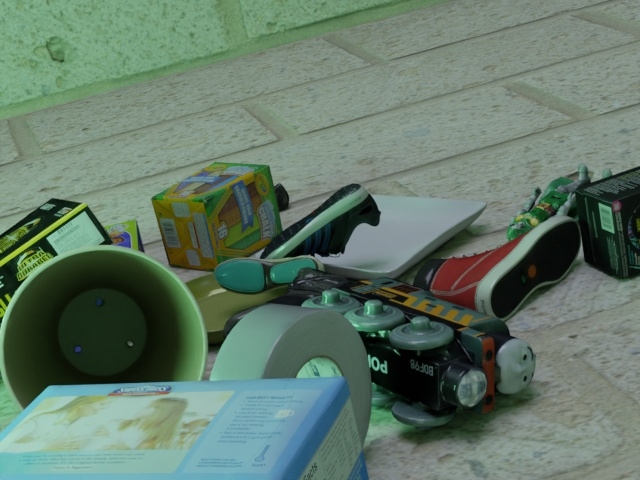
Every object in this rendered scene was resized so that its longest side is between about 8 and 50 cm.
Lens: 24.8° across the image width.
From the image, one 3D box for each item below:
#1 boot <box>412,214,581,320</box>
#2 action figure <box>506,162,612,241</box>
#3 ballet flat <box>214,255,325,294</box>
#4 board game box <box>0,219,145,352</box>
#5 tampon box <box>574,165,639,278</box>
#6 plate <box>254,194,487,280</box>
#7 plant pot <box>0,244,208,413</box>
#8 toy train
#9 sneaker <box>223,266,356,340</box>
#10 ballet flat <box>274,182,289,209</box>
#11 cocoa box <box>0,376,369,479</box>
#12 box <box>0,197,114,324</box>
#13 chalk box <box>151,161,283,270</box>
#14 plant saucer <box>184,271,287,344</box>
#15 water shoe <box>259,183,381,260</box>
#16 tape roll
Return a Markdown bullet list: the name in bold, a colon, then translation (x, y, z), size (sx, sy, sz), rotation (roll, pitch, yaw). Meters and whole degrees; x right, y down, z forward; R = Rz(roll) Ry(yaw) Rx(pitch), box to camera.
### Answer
- **boot**: translation (0.246, 0.028, 2.081), size (0.176, 0.088, 0.244), rotation (7, 31, 46)
- **action figure**: translation (0.365, -0.051, 2.265), size (0.137, 0.063, 0.232), rotation (12, 34, 42)
- **ballet flat**: translation (-0.073, 0.053, 2.155), size (0.168, 0.057, 0.052), rotation (-2, -6, 16)
- **board game box**: translation (-0.393, 0.079, 2.317), size (0.233, 0.078, 0.347), rotation (-14, 20, -4)
- **tampon box**: translation (0.461, -0.033, 2.063), size (0.161, 0.120, 0.101), rotation (-19, 20, -17)
- **plate**: translation (0.083, 0.000, 2.305), size (0.277, 0.045, 0.278), rotation (6, 27, 39)
- **plant pot**: translation (-0.288, 0.133, 1.927), size (0.256, 0.257, 0.274), rotation (-15, 3, -9)
- **toy train**: translation (0.112, 0.131, 1.818), size (0.190, 0.142, 0.334), rotation (-14, 18, -35)
- **sneaker**: translation (-0.039, 0.103, 2.039), size (0.227, 0.087, 0.130), rotation (-16, 20, -20)
- **ballet flat**: translation (-0.129, -0.083, 2.643), size (0.173, 0.049, 0.057), rotation (1, 23, 32)
- **cocoa box**: translation (-0.143, 0.281, 1.404), size (0.347, 0.228, 0.231), rotation (-4, 21, 21)
- **box**: translation (-0.447, 0.042, 2.102), size (0.257, 0.079, 0.322), rotation (-38, 13, -12)
- **chalk box**: translation (-0.155, -0.051, 2.453), size (0.132, 0.132, 0.213), rotation (5, 27, 41)
- **plant saucer**: translation (-0.131, 0.099, 2.172), size (0.241, 0.037, 0.241), rotation (-10, 19, 4)
- **water shoe**: translation (0.000, 0.000, 2.196), size (0.203, 0.080, 0.073), rotation (-36, 15, 9)
- **tape roll**: translation (-0.031, 0.182, 1.622), size (0.072, 0.219, 0.219), rotation (3, 25, 35)
